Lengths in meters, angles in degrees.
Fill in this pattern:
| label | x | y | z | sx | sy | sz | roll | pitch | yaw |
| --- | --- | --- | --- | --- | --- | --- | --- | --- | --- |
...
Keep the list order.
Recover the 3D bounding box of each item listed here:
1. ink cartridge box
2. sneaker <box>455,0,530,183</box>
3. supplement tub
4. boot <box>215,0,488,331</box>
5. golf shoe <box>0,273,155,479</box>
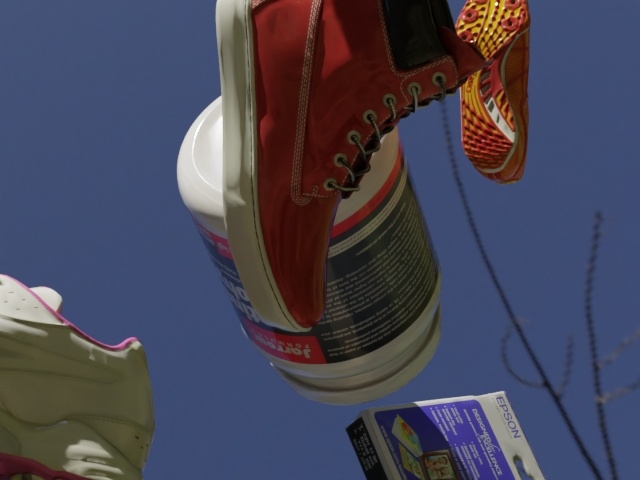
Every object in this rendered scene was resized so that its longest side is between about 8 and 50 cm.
| label | x | y | z | sx | sy | sz | roll | pitch | yaw |
| --- | --- | --- | --- | --- | --- | --- | --- | --- | --- |
| ink cartridge box | 0.143 | 0.252 | 1.516 | 0.208 | 0.206 | 0.045 | -2 | -30 | -43 |
| sneaker | 0.141 | -0.130 | 1.275 | 0.064 | 0.067 | 0.175 | 1 | -105 | 20 |
| supplement tub | 0.000 | 0.000 | 1.386 | 0.191 | 0.191 | 0.272 | -28 | -45 | -7 |
| boot | 0.027 | -0.061 | 1.056 | 0.176 | 0.088 | 0.244 | -3 | -86 | 18 |
| golf shoe | -0.235 | 0.072 | 0.939 | 0.306 | 0.115 | 0.140 | 29 | -127 | -23 |
